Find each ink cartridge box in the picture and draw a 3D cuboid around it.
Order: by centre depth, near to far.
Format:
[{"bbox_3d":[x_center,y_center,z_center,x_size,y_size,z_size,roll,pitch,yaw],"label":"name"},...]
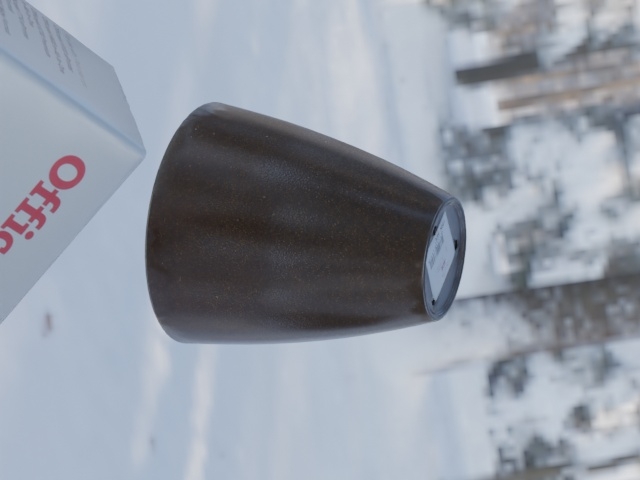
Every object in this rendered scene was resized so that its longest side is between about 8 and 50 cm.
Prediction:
[{"bbox_3d":[-0.283,-0.071,1.061,0.307,0.223,0.129,36,13,-30],"label":"ink cartridge box"}]

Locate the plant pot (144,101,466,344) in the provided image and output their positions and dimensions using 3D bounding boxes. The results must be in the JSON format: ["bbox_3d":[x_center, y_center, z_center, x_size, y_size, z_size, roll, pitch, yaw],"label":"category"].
[{"bbox_3d":[0.000,0.000,1.706,0.215,0.230,0.215,8,90,-67],"label":"plant pot"}]
